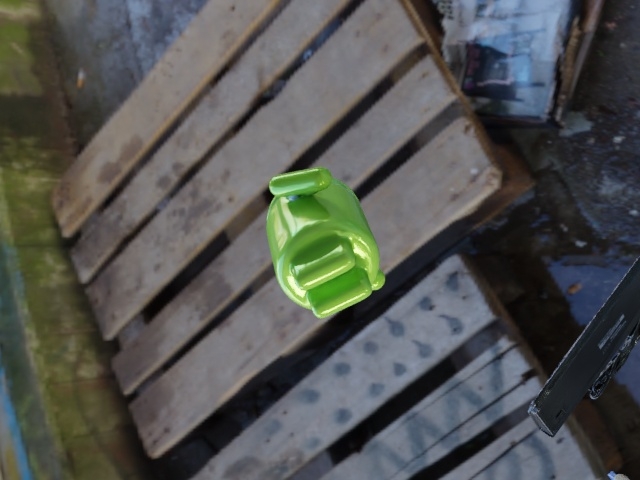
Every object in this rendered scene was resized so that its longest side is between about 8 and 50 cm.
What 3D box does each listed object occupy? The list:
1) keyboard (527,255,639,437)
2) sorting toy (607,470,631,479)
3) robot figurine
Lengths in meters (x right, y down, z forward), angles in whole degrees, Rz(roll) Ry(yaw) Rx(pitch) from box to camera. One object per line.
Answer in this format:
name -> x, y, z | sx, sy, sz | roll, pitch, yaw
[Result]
keyboard -> 0.396, 0.134, 1.352 | 0.033, 0.201, 0.317 | 34, 82, 36
sorting toy -> 0.566, 0.458, 1.549 | 0.047, 0.348, 0.196 | -41, 96, 2
robot figurine -> 0.000, 0.000, 0.640 | 0.067, 0.101, 0.115 | -28, 31, 7
